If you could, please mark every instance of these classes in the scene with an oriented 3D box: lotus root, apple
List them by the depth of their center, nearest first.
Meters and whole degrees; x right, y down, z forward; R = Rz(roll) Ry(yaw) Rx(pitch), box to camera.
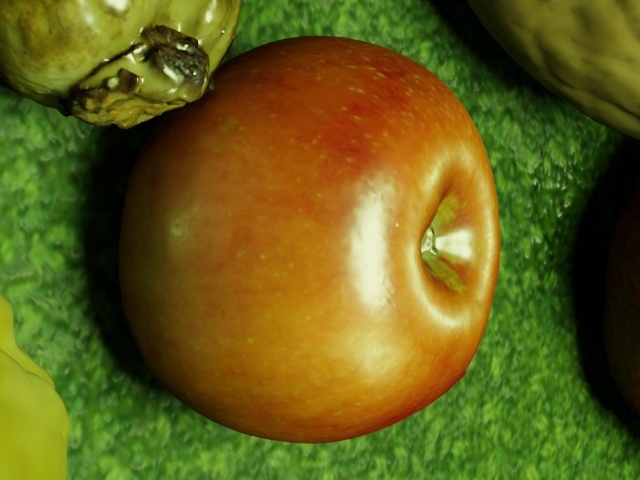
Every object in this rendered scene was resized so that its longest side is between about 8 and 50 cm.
[{"bbox_3d":[-0.082,-0.135,0.556,0.108,0.094,0.191,11,70,-65],"label":"lotus root"},{"bbox_3d":[0.000,0.000,0.607,0.163,0.139,0.163,4,85,-47],"label":"apple"}]

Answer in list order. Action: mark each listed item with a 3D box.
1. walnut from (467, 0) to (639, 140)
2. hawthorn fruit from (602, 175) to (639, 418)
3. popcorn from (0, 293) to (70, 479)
[{"bbox_3d":[0.200,-0.186,0.750,0.313,0.252,0.277,39,63,-34],"label":"walnut"},{"bbox_3d":[0.274,0.008,0.878,0.210,0.210,0.262,55,45,-33],"label":"hawthorn fruit"},{"bbox_3d":[-0.178,0.077,0.360,0.249,0.225,0.249,41,32,-32],"label":"popcorn"}]
